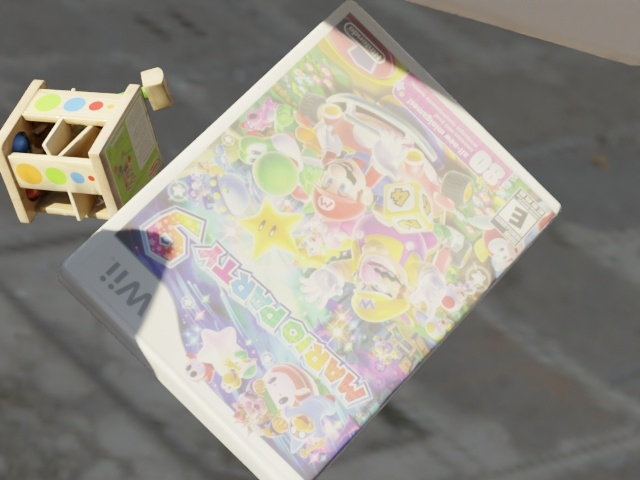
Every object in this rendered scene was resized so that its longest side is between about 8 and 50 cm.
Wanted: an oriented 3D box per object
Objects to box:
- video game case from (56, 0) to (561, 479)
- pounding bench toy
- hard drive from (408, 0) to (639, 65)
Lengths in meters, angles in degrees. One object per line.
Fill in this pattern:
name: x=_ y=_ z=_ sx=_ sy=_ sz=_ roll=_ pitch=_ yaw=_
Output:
video game case: x=0.000 y=0.000 z=0.542 sx=0.087 sy=0.011 sz=0.122 roll=45 pitch=63 yaw=0
pounding bench toy: x=-0.115 y=-0.052 z=0.973 sx=0.065 sy=0.052 sz=0.083 roll=6 pitch=46 yaw=21
hard drive: x=-0.072 y=-0.145 z=0.515 sx=0.319 sy=0.040 sz=0.210 roll=35 pitch=16 yaw=31
